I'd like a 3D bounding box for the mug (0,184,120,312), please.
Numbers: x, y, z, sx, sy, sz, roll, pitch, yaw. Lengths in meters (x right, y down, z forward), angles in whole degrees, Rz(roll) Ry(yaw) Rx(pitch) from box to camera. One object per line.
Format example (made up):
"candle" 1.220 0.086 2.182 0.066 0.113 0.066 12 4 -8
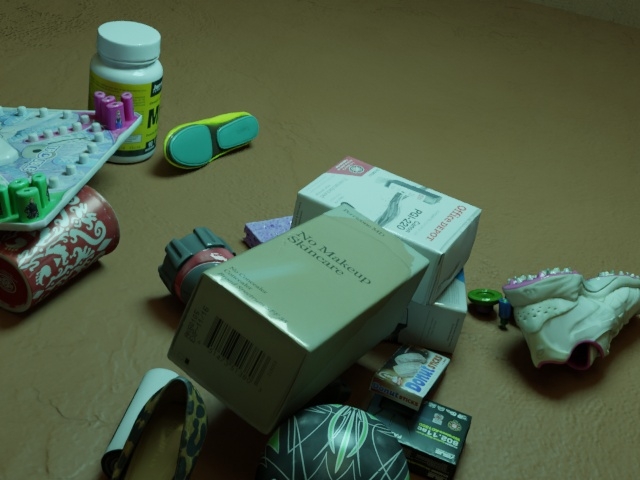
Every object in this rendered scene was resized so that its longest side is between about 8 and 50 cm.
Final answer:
"mug" -0.373 0.011 1.207 0.150 0.113 0.169 3 31 27

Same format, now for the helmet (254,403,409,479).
"helmet" 0.011 0.243 0.908 0.169 0.162 0.169 9 32 -6

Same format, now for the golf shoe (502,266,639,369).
"golf shoe" 0.375 0.115 1.307 0.306 0.115 0.140 3 72 -41

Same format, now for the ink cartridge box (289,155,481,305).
"ink cartridge box" 0.089 -0.017 1.255 0.217 0.092 0.158 25 34 18

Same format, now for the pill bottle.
"pill bottle" -0.321 -0.243 1.507 0.119 0.209 0.119 9 33 -6

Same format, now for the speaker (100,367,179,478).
"speaker" -0.190 0.202 1.005 0.055 0.055 0.136 14 33 2

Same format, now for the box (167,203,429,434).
"box" -0.013 0.074 1.042 0.148 0.121 0.311 34 29 15

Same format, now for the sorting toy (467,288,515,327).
"sorting toy" 0.266 0.099 1.343 0.101 0.042 0.061 1 16 4

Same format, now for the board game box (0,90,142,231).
"board game box" -0.497 -0.132 1.289 0.389 0.050 0.390 3 28 9

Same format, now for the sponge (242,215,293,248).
"sponge" 0.000 0.000 1.406 0.210 0.031 0.117 -11 39 -33

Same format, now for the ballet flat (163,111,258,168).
"ballet flat" -0.203 -0.174 1.583 0.077 0.077 0.231 8 22 36

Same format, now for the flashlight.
"flashlight" -0.095 0.107 1.151 0.103 0.103 0.304 -43 52 1

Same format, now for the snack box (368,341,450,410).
"snack box" 0.114 0.166 1.142 0.064 0.022 0.178 22 13 14

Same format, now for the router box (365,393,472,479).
"router box" 0.110 0.226 1.085 0.122 0.038 0.092 19 33 11

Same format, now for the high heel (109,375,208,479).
"high heel" -0.172 0.249 0.814 0.093 0.186 0.261 16 32 5

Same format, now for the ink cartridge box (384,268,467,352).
"ink cartridge box" 0.101 0.070 1.285 0.190 0.082 0.140 10 32 0
